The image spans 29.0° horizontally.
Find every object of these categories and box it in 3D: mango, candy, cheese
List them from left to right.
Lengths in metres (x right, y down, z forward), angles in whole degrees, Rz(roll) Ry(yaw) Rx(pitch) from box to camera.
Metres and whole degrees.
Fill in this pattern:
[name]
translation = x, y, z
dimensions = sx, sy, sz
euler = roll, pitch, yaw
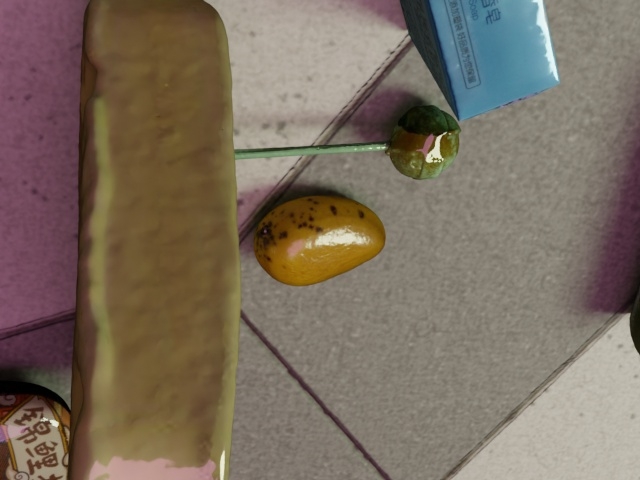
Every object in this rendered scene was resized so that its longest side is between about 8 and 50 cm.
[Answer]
[cheese]
translation = -0.119, 0.056, 0.859
dimensions = 0.104, 0.384, 0.384
euler = 2, 125, -10
[mango]
translation = 0.000, 0.000, 1.033
dimensions = 0.114, 0.057, 0.079
euler = -3, 119, -17
[candy]
translation = 0.015, -0.074, 0.975
dimensions = 0.203, 0.061, 0.061
euler = -4, 126, -18

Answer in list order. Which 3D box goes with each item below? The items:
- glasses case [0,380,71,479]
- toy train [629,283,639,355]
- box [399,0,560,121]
[glasses case]
translation = -0.370, 0.186, 1.054
dimensions = 0.321, 0.082, 0.122
euler = -4, 123, -12
[toy train]
translation = 0.402, -0.005, 1.099
dimensions = 0.202, 0.131, 0.299
euler = 2, 124, -7
[box]
translation = 0.085, -0.217, 0.841
dimensions = 0.083, 0.142, 0.232
euler = -22, 128, 1
